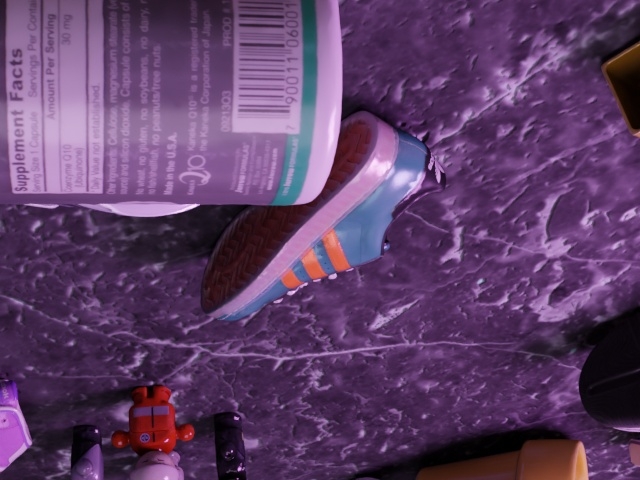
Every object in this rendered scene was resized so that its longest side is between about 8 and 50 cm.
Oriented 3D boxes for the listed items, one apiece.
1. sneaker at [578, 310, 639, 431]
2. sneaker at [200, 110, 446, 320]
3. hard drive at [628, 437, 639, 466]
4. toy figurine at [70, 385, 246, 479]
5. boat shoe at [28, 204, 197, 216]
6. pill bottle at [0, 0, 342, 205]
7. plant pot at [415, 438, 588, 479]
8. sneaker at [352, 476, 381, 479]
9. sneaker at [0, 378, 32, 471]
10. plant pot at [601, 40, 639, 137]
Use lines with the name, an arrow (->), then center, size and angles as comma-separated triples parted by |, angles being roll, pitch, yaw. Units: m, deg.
sneaker -> 0.564, 0.168, 1.453 | 0.447, 0.169, 0.257 | -23, 140, 15
sneaker -> 0.000, 0.000, 1.161 | 0.121, 0.108, 0.302 | 25, 131, -32
hard drive -> 0.626, 0.283, 1.644 | 0.318, 0.040, 0.210 | -8, 175, -5
toy figurine -> -0.209, 0.307, 1.503 | 0.209, 0.148, 0.213 | -31, 139, 28
boat shoe -> -0.243, -0.076, 1.021 | 0.301, 0.108, 0.102 | 3, 175, -22
pill bottle -> -0.177, -0.128, 0.871 | 0.361, 0.204, 0.204 | 0, 143, -11
plant pot -> 0.262, 0.414, 1.688 | 0.239, 0.254, 0.254 | -1, 147, 18
sneaker -> 0.075, 0.430, 1.787 | 0.104, 0.095, 0.236 | 5, 147, -29
sneaker -> -0.448, 0.185, 1.355 | 0.161, 0.102, 0.282 | -33, 136, 3
plant pot -> 0.324, -0.138, 1.068 | 0.081, 0.081, 0.083 | -32, 150, 29
